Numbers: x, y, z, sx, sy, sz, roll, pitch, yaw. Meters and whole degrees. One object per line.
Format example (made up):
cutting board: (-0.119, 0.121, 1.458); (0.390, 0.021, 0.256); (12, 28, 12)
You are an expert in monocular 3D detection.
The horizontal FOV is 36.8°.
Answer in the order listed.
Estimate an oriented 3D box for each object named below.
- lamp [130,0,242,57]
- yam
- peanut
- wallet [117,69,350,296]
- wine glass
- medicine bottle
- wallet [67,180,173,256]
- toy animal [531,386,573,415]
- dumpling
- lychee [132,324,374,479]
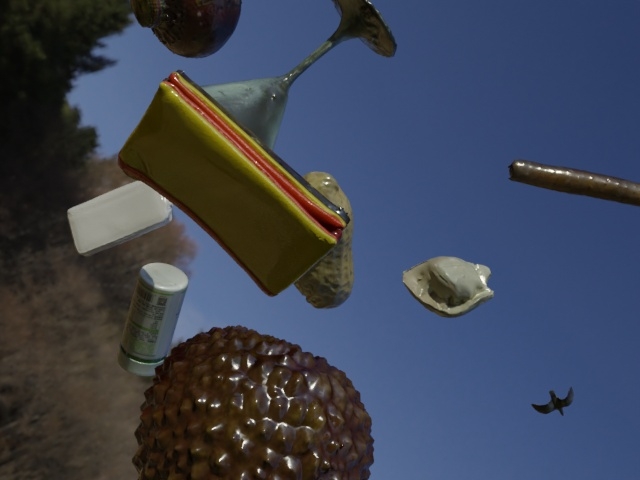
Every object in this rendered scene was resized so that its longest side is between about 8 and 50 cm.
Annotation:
lamp: (-0.185, -0.322, 1.292); (0.157, 0.135, 0.156); (37, -48, 28)
yam: (0.445, -0.097, 1.638); (0.046, 0.264, 0.046); (-169, -90, -85)
peanut: (0.000, 0.000, 1.349); (0.099, 0.090, 0.214); (17, -56, 27)
wallet: (-0.095, -0.056, 1.019); (0.241, 0.067, 0.141); (42, -47, -3)
wine glass: (-0.062, -0.333, 1.956); (0.267, 0.406, 0.267); (46, -6, 6)
medicine bottle: (-0.286, 0.134, 1.638); (0.086, 0.086, 0.183); (44, -55, 39)
wallet: (-0.340, -0.042, 1.634); (0.033, 0.190, 0.095); (31, 41, -74)
toy animal: (0.430, 0.297, 1.751); (0.084, 0.028, 0.050); (-31, -61, 28)
dumpling: (0.270, 0.097, 1.981); (0.118, 0.199, 0.136); (96, -20, -45)
lychee: (-0.075, 0.222, 0.989); (0.267, 0.268, 0.267); (44, -33, 39)
